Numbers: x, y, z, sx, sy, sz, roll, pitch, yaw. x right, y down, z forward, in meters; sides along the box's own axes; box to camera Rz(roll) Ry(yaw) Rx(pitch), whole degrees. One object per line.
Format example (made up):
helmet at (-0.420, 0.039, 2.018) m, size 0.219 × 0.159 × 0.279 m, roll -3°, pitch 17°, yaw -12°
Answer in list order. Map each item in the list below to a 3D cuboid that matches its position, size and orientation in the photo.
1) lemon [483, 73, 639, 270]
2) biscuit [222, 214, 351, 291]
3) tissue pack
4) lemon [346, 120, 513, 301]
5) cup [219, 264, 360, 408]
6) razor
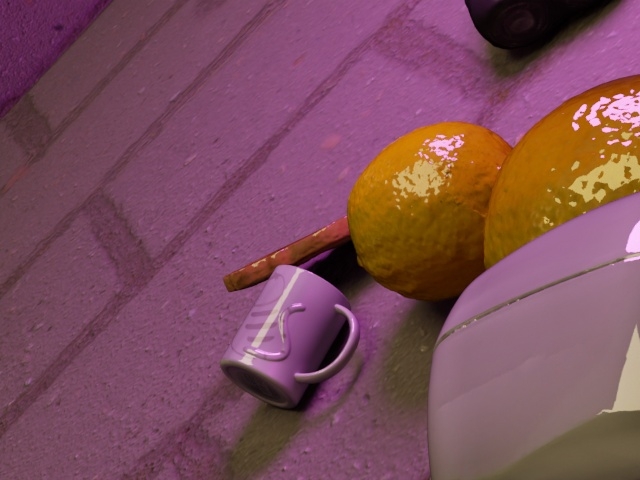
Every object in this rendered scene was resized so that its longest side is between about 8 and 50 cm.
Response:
lemon at (0.259, -0.006, 1.056) m, size 0.267 × 0.267 × 0.267 m, roll -34°, pitch 30°, yaw 23°
biscuit at (0.002, -0.001, 1.570) m, size 0.236 × 0.040 × 0.144 m, roll -24°, pitch 7°, yaw 21°
tissue pack at (0.229, 0.126, 0.830) m, size 0.229 × 0.333 × 0.236 m, roll -27°, pitch 35°, yaw 35°
lemon at (0.122, -0.027, 1.357) m, size 0.193 × 0.180 × 0.180 m, roll -60°, pitch 20°, yaw 28°
cup at (-0.030, 0.102, 1.467) m, size 0.133 × 0.099 × 0.136 m, roll -58°, pitch 16°, yaw -21°
razor at (0.264, -0.382, 1.678) m, size 0.204 × 0.113 × 0.349 m, roll -35°, pitch 30°, yaw 26°
